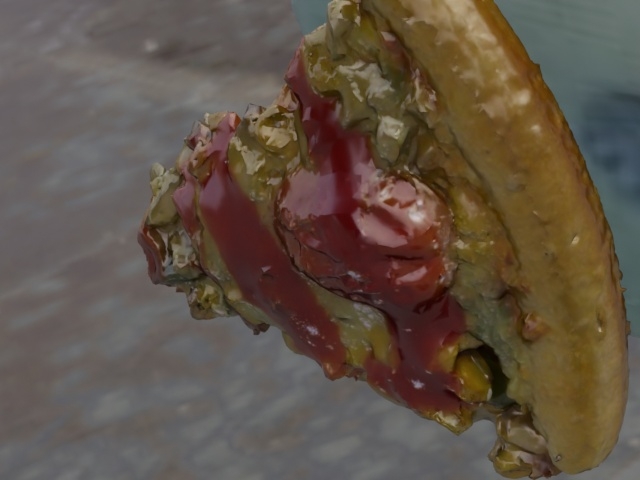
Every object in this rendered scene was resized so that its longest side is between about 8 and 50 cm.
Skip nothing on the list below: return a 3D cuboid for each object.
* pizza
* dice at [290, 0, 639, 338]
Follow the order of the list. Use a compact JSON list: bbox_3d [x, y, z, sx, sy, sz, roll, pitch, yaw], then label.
[{"bbox_3d":[0.000,0.000,0.556,0.199,0.188,0.062,-8,22,46],"label":"pizza"},{"bbox_3d":[0.163,-0.132,0.725,0.263,0.264,0.268,23,57,38],"label":"dice"}]
